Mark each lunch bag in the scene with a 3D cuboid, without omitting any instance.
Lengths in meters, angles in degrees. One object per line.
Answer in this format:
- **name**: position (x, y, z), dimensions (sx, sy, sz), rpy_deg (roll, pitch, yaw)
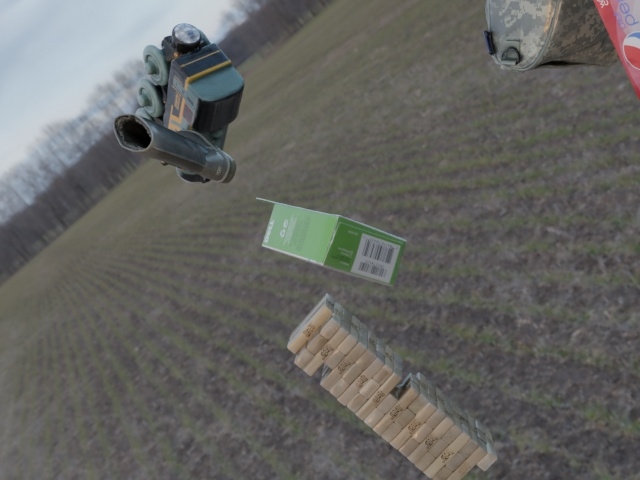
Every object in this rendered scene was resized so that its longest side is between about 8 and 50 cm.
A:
- **lunch bag**: position (0.452, -0.442, 1.606), dimensions (0.305, 0.256, 0.212), rpy_deg (-10, 20, -36)

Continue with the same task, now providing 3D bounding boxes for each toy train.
- **toy train**: position (-0.247, -0.246, 1.638), dimensions (0.142, 0.190, 0.334), rpy_deg (-28, -20, -30)

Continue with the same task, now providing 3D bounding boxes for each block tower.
- **block tower**: position (0.105, 0.230, 1.290), dimensions (0.097, 0.335, 0.091), rpy_deg (-49, 6, 14)

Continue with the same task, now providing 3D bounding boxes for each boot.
- **boot**: position (-0.262, -0.161, 1.456), dimensions (0.189, 0.208, 0.076), rpy_deg (24, 99, 41)

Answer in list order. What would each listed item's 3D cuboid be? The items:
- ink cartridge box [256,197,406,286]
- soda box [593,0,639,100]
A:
- **ink cartridge box**: position (0.000, 0.000, 1.100), dimensions (0.209, 0.108, 0.062), rpy_deg (15, 87, 57)
- **soda box**: position (0.509, -0.354, 1.374), dimensions (0.083, 0.263, 0.092), rpy_deg (-34, 10, -27)
